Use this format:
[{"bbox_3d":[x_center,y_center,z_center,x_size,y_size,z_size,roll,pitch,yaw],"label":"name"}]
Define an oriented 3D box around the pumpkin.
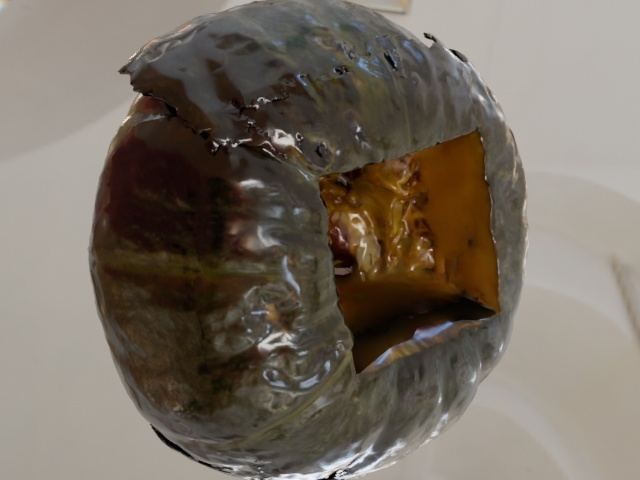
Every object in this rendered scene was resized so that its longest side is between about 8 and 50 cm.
[{"bbox_3d":[0.000,0.000,0.918,0.192,0.320,0.320,6,-85,46],"label":"pumpkin"}]
